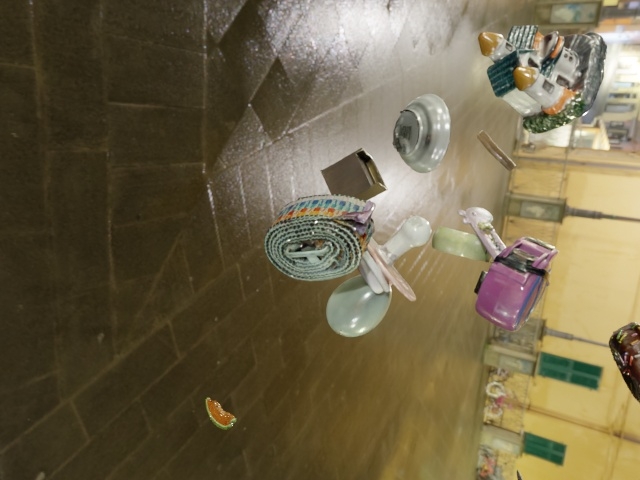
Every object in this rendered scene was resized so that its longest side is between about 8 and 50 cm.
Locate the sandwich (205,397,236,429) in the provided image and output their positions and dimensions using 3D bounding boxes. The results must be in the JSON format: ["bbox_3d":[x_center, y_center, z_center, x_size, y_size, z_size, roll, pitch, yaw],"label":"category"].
[{"bbox_3d":[-0.331,0.567,1.601,0.029,0.135,0.067,-10,129,-51],"label":"sandwich"}]

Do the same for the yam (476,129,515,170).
[{"bbox_3d":[0.508,-0.260,1.421,0.145,0.032,0.032,44,48,-7],"label":"yam"}]

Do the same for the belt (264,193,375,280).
[{"bbox_3d":[0.000,0.000,1.287,0.160,0.295,0.207,-63,144,-51],"label":"belt"}]

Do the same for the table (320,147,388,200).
[{"bbox_3d":[0.142,-0.243,1.998,0.169,0.193,0.172,66,18,13],"label":"table"}]

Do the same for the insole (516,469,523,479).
[{"bbox_3d":[0.492,0.631,1.140,0.197,0.004,0.065,-93,172,-56],"label":"insole"}]

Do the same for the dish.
[{"bbox_3d":[0.369,-0.417,1.910,0.106,0.316,0.316,-3,106,-26],"label":"dish"}]

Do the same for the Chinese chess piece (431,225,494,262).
[{"bbox_3d":[0.532,0.013,1.814,0.237,0.237,0.092,6,100,-63],"label":"Chinese chess piece"}]

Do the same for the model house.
[{"bbox_3d":[0.554,-0.469,1.281,0.300,0.190,0.271,27,76,-16],"label":"model house"}]

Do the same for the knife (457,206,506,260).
[{"bbox_3d":[0.593,0.014,1.661,0.038,0.132,0.399,100,-19,-44],"label":"knife"}]

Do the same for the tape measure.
[{"bbox_3d":[0.523,0.119,1.327,0.245,0.149,0.232,-13,127,-50],"label":"tape measure"}]

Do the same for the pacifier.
[{"bbox_3d":[0.203,0.041,1.506,0.273,0.332,0.220,-20,144,-20],"label":"pacifier"}]

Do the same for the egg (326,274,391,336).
[{"bbox_3d":[0.130,0.215,1.650,0.264,0.183,0.183,-45,168,29],"label":"egg"}]

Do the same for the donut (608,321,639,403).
[{"bbox_3d":[0.828,0.329,1.263,0.235,0.089,0.235,58,18,-32],"label":"donut"}]
